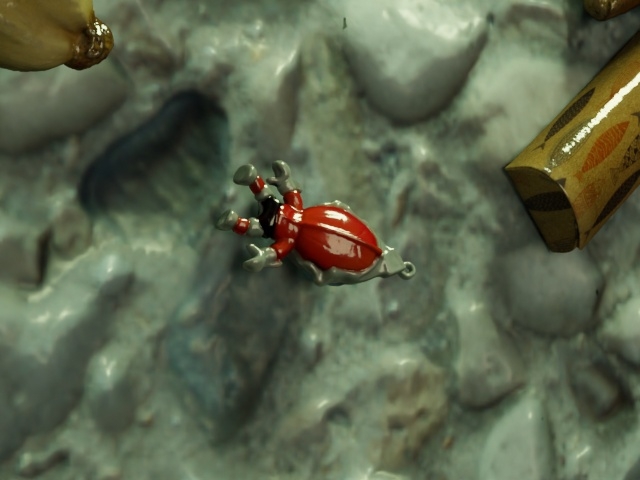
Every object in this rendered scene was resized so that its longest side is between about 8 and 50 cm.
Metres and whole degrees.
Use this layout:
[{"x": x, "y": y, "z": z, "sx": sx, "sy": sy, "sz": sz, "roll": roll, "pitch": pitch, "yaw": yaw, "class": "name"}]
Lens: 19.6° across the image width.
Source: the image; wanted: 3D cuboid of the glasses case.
[{"x": 0.187, "y": -0.068, "z": 1.136, "sx": 0.170, "sy": 0.041, "sz": 0.064, "roll": -44, "pitch": 114, "yaw": -32, "class": "glasses case"}]

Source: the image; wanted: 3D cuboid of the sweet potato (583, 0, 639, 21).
[{"x": 0.254, "y": -0.219, "z": 1.191, "sx": 0.264, "sy": 0.057, "sz": 0.057, "roll": -39, "pitch": 110, "yaw": -33, "class": "sweet potato"}]

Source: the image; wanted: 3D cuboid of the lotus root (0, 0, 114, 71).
[{"x": -0.161, "y": -0.128, "z": 0.853, "sx": 0.150, "sy": 0.062, "sz": 0.073, "roll": 38, "pitch": 88, "yaw": -28, "class": "lotus root"}]

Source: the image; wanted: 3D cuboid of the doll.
[{"x": -0.001, "y": 0.001, "z": 0.986, "sx": 0.114, "sy": 0.039, "sz": 0.057, "roll": 24, "pitch": 39, "yaw": -21, "class": "doll"}]
